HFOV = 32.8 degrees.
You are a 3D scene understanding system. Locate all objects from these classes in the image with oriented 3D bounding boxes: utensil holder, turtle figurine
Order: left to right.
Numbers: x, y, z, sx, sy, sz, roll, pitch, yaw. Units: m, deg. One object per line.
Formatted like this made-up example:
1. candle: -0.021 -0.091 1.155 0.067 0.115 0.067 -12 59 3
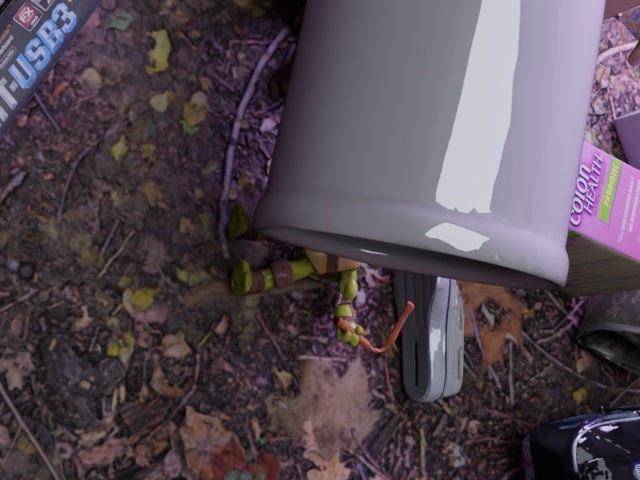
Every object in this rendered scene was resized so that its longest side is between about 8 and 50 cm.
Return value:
1. turtle figurine: 0.000 0.000 1.313 0.217 0.087 0.269 1 91 -20
2. utensil holder: 0.124 -0.166 1.142 0.328 0.327 0.385 13 84 -26

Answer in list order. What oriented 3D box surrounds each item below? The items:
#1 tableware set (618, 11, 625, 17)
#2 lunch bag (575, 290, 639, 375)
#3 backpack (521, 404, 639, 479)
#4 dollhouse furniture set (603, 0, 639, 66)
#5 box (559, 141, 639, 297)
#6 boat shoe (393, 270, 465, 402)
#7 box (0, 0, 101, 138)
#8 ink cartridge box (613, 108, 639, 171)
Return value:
1. tableware set: 0.437 -0.411 1.644 0.141 0.020 0.168 16 76 -23
2. lunch bag: 0.512 0.068 1.476 0.169 0.287 0.235 44 65 -38
3. backpack: 0.398 0.325 1.418 0.254 0.191 0.225 -9 89 -21
4. dollhouse furniture set: 0.354 -0.313 1.458 0.212 0.242 0.161 45 65 -15
5. box: 0.322 -0.026 1.416 0.243 0.213 0.117 22 73 -23
6. boat shoe: 0.145 0.092 1.391 0.076 0.083 0.226 1 94 -40
7. box: -0.324 -0.141 1.041 0.073 0.293 0.295 36 68 -19
8. ink cartridge box: 0.555 -0.159 1.608 0.176 0.128 0.127 -24 95 -28
